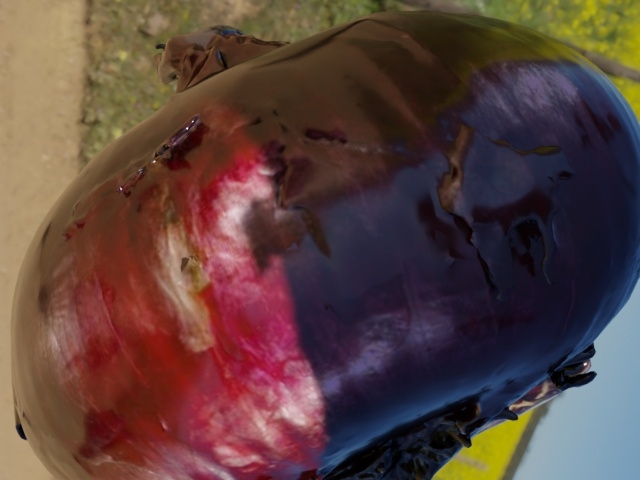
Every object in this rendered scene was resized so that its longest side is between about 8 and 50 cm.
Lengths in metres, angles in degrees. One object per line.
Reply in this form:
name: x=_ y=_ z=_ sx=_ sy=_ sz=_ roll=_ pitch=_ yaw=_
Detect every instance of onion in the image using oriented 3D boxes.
onion: x=0.000 y=0.000 z=0.540 sx=0.313 sy=0.232 sz=0.314 roll=-24 pitch=177 yaw=-1
